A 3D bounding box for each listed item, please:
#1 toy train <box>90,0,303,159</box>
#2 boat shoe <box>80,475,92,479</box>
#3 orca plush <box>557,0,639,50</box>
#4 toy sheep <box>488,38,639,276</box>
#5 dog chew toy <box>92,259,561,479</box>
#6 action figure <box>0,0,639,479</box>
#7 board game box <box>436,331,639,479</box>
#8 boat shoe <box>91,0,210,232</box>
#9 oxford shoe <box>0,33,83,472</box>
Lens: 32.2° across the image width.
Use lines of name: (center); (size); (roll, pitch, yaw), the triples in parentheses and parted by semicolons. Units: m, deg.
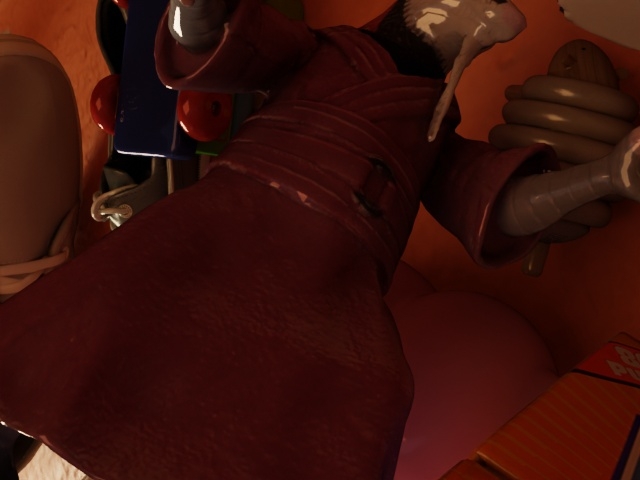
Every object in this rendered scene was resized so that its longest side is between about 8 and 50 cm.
toy train: (-0.066, -0.176, 0.772); (0.105, 0.143, 0.248); (7, 91, 37)
boat shoe: (-0.223, 0.244, 1.020); (0.100, 0.035, 0.035); (-54, 28, 37)
orca plush: (0.247, -0.141, 0.474); (0.287, 0.151, 0.102); (-2, 59, 49)
toy sheep: (0.131, -0.045, 0.607); (0.091, 0.091, 0.132); (13, 95, 45)
dog chew toy: (-0.005, 0.090, 0.679); (0.331, 0.206, 0.207); (3, 93, 37)
action figure: (0.000, 0.000, 0.539); (0.248, 0.370, 0.276); (35, 151, -4)
board game box: (0.124, 0.307, 0.367); (0.356, 0.356, 0.356); (32, 114, 21)
boat shoe: (-0.147, -0.047, 0.880); (0.116, 0.099, 0.320); (19, 105, 44)
oxford shoe: (-0.281, 0.039, 0.978); (0.130, 0.169, 0.449); (41, 127, 40)
